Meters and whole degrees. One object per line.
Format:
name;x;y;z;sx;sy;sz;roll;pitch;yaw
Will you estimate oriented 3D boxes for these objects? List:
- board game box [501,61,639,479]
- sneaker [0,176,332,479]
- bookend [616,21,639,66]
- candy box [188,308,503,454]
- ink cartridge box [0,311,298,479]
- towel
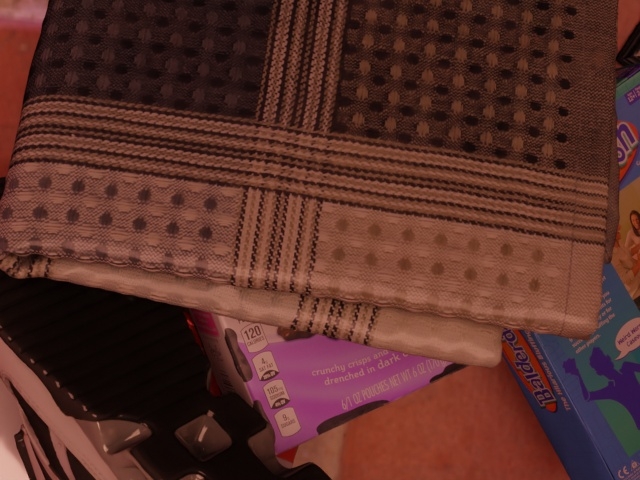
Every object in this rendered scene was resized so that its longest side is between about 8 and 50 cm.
board game box;0.172;0.026;1.151;0.160;0.047;0.210;-34;102;-26
sneaker;-0.116;0.114;1.095;0.122;0.146;0.330;-19;63;-40
bookend;0.267;-0.087;1.126;0.156;0.157;0.072;34;93;-8
candy box;0.000;0.000;1.143;0.164;0.070;0.196;-24;98;-16
ink cartridge box;-0.108;0.122;1.168;0.189;0.066;0.232;22;100;-9
towel;0.008;-0.092;1.084;0.324;0.056;0.312;9;60;0
